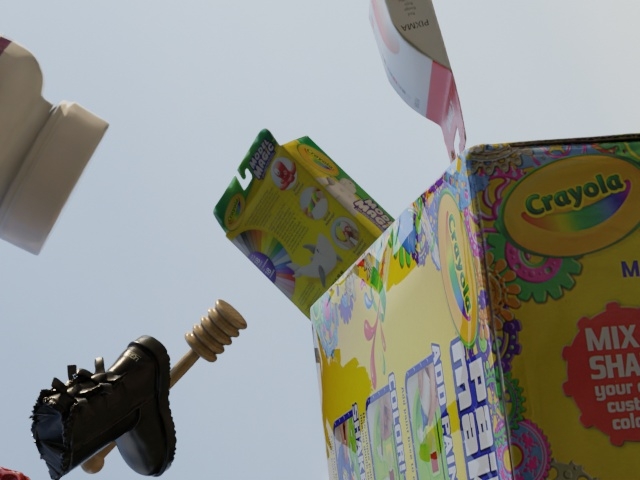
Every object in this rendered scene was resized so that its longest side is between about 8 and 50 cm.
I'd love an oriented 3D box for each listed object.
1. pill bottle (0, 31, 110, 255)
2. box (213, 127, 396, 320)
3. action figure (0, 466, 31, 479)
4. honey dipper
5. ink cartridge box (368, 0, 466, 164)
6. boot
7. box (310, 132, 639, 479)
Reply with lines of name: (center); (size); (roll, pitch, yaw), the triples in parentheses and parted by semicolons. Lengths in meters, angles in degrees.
pill bottle: (-0.329, -0.112, 1.492); (0.301, 0.169, 0.169); (30, -149, -6)
box: (0.000, 0.000, 1.462); (0.179, 0.105, 0.043); (44, -145, 15)
action figure: (-0.213, 0.128, 1.058); (0.139, 0.280, 0.091); (38, -133, 14)
honey dipper: (-0.116, 0.108, 1.331); (0.030, 0.160, 0.030); (42, -169, -10)
ink cartridge box: (0.080, -0.142, 1.579); (0.145, 0.045, 0.179); (87, 171, -74)
boot: (-0.144, 0.127, 1.236); (0.099, 0.045, 0.121); (-34, -41, -41)
box: (0.170, 0.071, 0.779); (0.279, 0.290, 0.177); (128, 137, -72)
